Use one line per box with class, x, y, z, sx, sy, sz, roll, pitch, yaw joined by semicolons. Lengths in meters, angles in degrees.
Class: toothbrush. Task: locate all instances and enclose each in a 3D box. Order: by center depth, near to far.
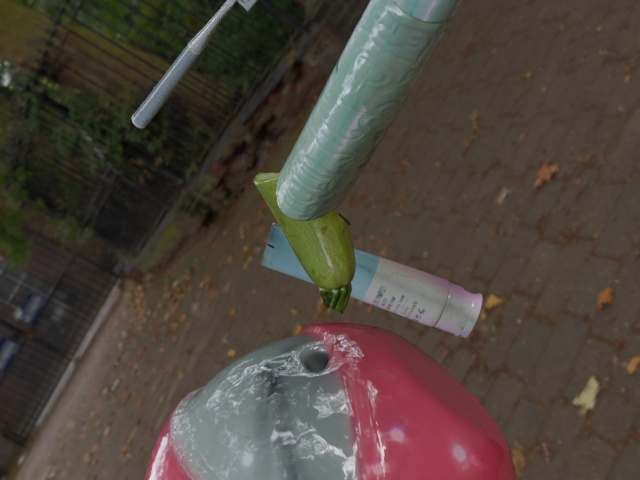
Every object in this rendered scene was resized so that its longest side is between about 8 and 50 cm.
toothbrush;-0.163;-0.232;1.184;0.342;0.030;0.025;-34;16;48

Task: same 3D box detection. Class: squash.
squash;0.002;-0.002;1.089;0.075;0.200;0.090;-38;23;-27

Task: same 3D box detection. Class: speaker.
speaker;-0.002;0.209;0.723;0.294;0.294;0.294;-55;13;20

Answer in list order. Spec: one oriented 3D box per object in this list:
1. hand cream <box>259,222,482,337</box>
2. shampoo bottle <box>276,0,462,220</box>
hand cream;0.070;0.054;1.321;0.111;0.312;0.070;114;177;-56
shampoo bottle;0.026;-0.081;0.474;0.069;0.041;0.190;-47;-6;-35
